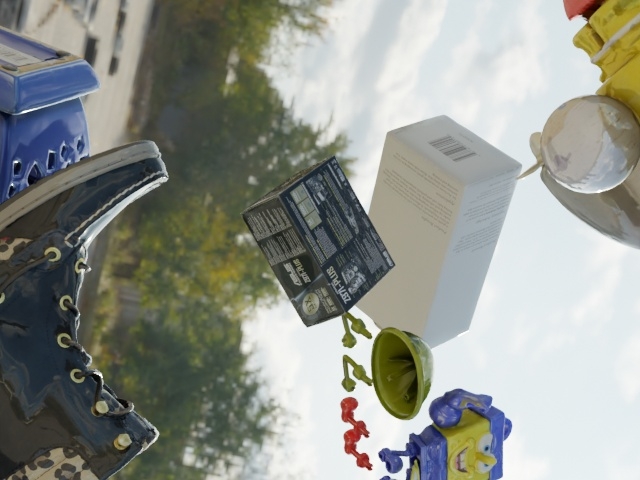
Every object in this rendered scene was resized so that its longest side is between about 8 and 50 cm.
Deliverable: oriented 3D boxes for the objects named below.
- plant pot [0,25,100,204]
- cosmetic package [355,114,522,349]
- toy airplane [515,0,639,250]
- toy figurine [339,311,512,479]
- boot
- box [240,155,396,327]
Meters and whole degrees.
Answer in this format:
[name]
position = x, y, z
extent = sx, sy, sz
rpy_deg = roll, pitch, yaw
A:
[plant pot]
position = -0.416, -0.142, 1.256
extent = 0.236, 0.236, 0.212
rpy_deg = -43, 154, -67
[cosmetic package]
position = 0.189, -0.006, 1.792
extent = 0.197, 0.155, 0.366
rpy_deg = 40, -45, 33
[toy airplane]
position = 0.327, -0.090, 0.916
extent = 0.384, 0.272, 0.386
rpy_deg = -127, -157, -50
[toy figurine]
position = 0.164, 0.251, 1.415
extent = 0.191, 0.217, 0.363
rpy_deg = 30, -53, 58
[boot]
position = -0.262, 0.098, 1.058
extent = 0.377, 0.284, 0.138
rpy_deg = -36, 180, -16
[box]
position = 0.000, 0.000, 1.381
extent = 0.077, 0.180, 0.147
rpy_deg = -23, -168, 39
